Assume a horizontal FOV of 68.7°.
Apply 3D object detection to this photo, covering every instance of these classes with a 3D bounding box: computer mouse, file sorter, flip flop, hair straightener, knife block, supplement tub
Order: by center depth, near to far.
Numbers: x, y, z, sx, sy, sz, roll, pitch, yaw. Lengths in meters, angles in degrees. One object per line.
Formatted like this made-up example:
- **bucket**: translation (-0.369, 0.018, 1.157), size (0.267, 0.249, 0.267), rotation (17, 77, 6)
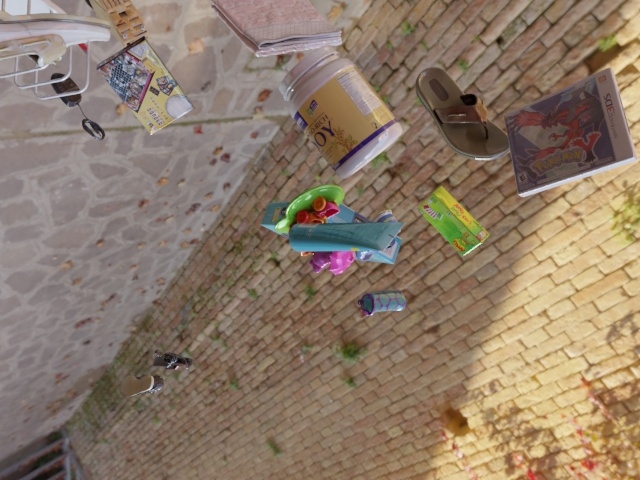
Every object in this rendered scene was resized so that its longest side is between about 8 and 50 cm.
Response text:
- **flip flop**: translation (0.302, -0.283, 1.007), size (0.112, 0.276, 0.080), rotation (-26, 159, -7)
- **file sorter**: translation (-0.745, -0.497, 1.166), size (0.193, 0.172, 0.278), rotation (-4, 171, 14)
- **hair straightener**: translation (-0.434, 0.346, 1.336), size (0.231, 0.089, 0.047), rotation (-12, -124, 52)
- **supplement tub**: translation (0.057, -0.379, 1.393), size (0.241, 0.331, 0.241), rotation (-38, -178, 1)
- **knife block**: translation (-0.665, -0.734, 1.490), size (0.088, 0.275, 0.242), rotation (-35, -160, -18)
- **computer mouse**: translation (-0.803, -0.438, 1.549), size (0.041, 0.242, 0.071), rotation (-12, -154, 34)

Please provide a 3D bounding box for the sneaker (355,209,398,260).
- **sneaker**: translation (0.120, 0.002, 0.990), size (0.053, 0.059, 0.144), rotation (-16, 148, -37)

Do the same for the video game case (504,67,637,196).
- **video game case**: translation (0.456, -0.197, 0.876), size (0.023, 0.183, 0.201), rotation (14, 156, -41)

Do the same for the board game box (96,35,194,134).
- **board game box**: translation (-0.520, -0.460, 1.409), size (0.165, 0.042, 0.243), rotation (-31, 134, 1)

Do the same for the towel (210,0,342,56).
- **towel**: translation (-0.139, -0.719, 1.524), size (0.332, 0.317, 0.053), rotation (-21, 149, -28)

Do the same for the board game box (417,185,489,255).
- **board game box**: translation (0.357, -0.051, 1.265), size (0.043, 0.181, 0.092), rotation (-38, 171, -29)

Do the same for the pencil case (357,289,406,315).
- **pencil case**: translation (0.185, 0.183, 1.379), size (0.152, 0.065, 0.070), rotation (1, 110, -42)

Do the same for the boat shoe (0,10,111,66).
- **boat shoe**: translation (-0.598, -0.423, 0.991), size (0.303, 0.103, 0.113), rotation (-17, -156, -34)

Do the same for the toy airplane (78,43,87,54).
- **toy airplane**: translation (-0.866, -0.702, 1.632), size (0.028, 0.151, 0.151), rotation (-56, 168, -1)

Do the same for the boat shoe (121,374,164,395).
- **boat shoe**: translation (-0.441, 0.358, 1.152), size (0.133, 0.048, 0.042), rotation (-17, 152, 30)

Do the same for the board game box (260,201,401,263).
- **board game box**: translation (0.021, -0.026, 1.329), size (0.336, 0.254, 0.079), rotation (4, -110, 55)

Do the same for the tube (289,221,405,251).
- **tube**: translation (0.037, -0.007, 0.803), size (0.207, 0.052, 0.080), rotation (-1, -141, 40)

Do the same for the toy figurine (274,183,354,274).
- **toy figurine**: translation (0.000, 0.000, 0.946), size (0.173, 0.159, 0.130), rotation (-34, 154, 25)
